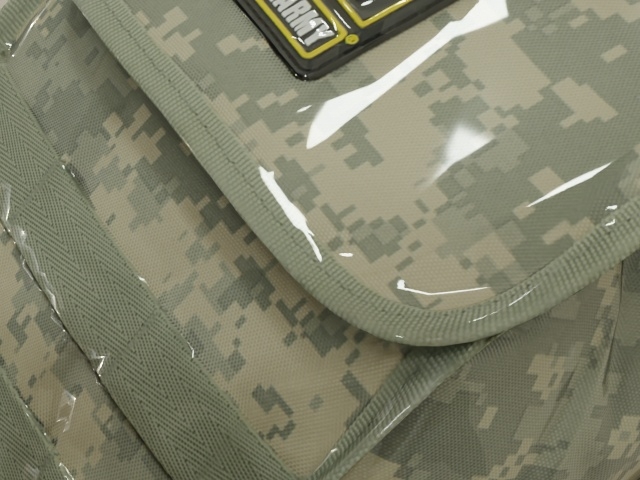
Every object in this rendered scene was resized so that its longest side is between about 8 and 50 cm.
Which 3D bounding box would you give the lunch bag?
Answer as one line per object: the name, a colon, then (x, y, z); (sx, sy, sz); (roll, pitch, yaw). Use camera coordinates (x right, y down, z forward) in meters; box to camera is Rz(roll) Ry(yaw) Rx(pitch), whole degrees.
lunch bag: (0.000, 0.000, 0.551); (0.287, 0.169, 0.235); (-54, 49, 18)
